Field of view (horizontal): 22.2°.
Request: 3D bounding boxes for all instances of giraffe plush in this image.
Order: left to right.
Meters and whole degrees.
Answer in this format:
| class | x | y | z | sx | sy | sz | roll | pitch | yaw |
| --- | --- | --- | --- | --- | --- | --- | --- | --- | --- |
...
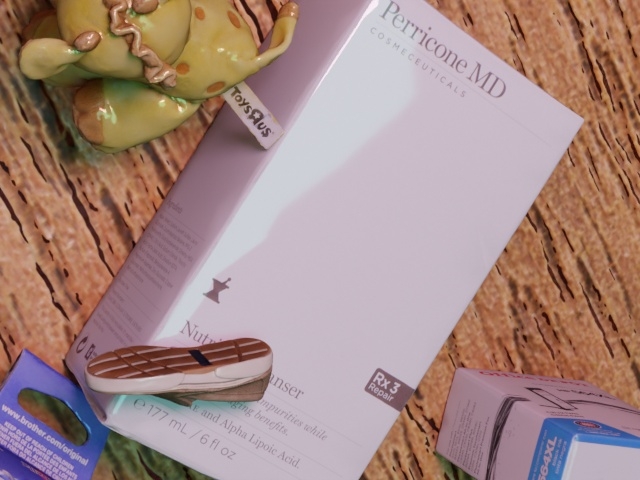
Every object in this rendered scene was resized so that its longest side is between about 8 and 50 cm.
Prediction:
| class | x | y | z | sx | sy | sz | roll | pitch | yaw |
| --- | --- | --- | --- | --- | --- | --- | --- | --- | --- |
| giraffe plush | -0.130 | -0.148 | 1.116 | 0.181 | 0.210 | 0.170 | -58 | 159 | 3 |

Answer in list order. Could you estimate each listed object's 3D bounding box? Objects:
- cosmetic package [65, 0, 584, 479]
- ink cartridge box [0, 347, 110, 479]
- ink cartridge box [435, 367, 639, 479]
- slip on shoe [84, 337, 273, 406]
| class | x | y | z | sx | sy | sz | roll | pitch | yaw |
| --- | --- | --- | --- | --- | --- | --- | --- | --- | --- |
| cosmetic package | 0.000 | 0.000 | 1.267 | 0.217 | 0.156 | 0.385 | 30 | 92 | -24 |
| ink cartridge box | -0.298 | 0.275 | 1.217 | 0.270 | 0.151 | 0.395 | 39 | 88 | -27 |
| ink cartridge box | 0.212 | 0.178 | 1.381 | 0.148 | 0.203 | 0.086 | 9 | 99 | -25 |
| slip on shoe | -0.099 | 0.098 | 1.147 | 0.135 | 0.051 | 0.041 | -7 | 117 | -25 |
